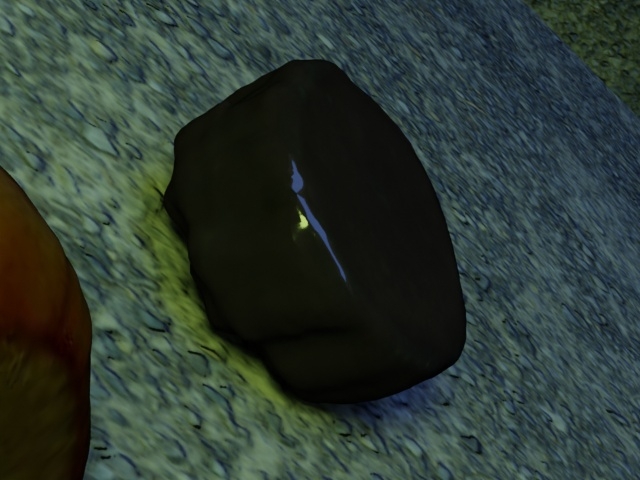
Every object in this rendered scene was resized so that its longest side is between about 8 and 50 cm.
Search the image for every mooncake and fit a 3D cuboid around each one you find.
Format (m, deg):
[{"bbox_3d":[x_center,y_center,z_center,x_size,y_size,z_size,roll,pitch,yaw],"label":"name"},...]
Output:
[{"bbox_3d":[0.000,0.000,0.935,0.283,0.141,0.283,41,34,-35],"label":"mooncake"}]

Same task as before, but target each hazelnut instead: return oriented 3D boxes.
[{"bbox_3d":[-0.202,0.058,0.538,0.186,0.210,0.210,-35,87,-33],"label":"hazelnut"}]
